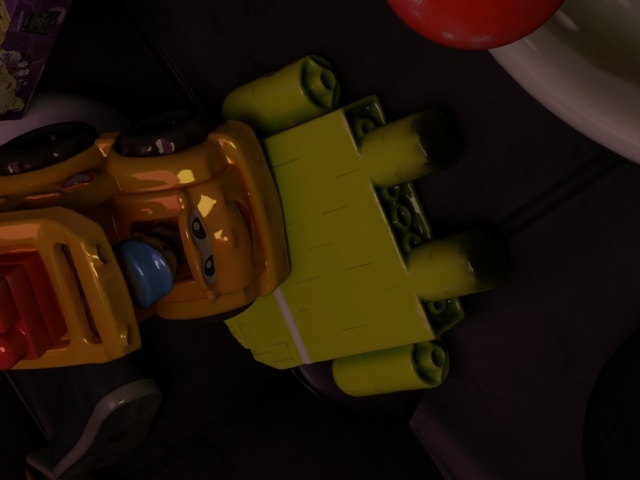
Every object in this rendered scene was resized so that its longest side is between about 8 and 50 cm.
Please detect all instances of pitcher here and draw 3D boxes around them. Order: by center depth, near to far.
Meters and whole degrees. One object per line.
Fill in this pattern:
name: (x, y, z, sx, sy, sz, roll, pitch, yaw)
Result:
pitcher: (-0.229, -0.054, 0.944, 0.207, 0.125, 0.178, 19, 158, 32)

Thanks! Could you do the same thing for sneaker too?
sneaker: (-0.218, 0.142, 1.064, 0.222, 0.083, 0.118, -51, 59, 47)

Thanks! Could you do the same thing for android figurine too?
android figurine: (0.000, 0.000, 0.797, 0.273, 0.056, 0.248, -19, 98, 45)

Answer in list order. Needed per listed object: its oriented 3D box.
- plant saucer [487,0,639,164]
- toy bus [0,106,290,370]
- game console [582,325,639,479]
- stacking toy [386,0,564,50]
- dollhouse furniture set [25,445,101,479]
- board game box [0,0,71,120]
plant saucer: (0.211, -0.218, 0.445, 0.400, 0.100, 0.400, 13, 110, 38)
toy bus: (-0.156, 0.016, 0.731, 0.220, 0.211, 0.149, -5, 112, 21)
game console: (0.265, 0.108, 0.466, 0.342, 0.060, 0.386, -97, 28, -43)
stacking toy: (0.126, -0.183, 0.381, 0.141, 0.141, 0.330, 52, 134, 9)
dollhouse furniture set: (-0.231, 0.365, 1.119, 0.301, 0.151, 0.197, 22, 124, 34)
board game box: (-0.277, -0.286, 0.845, 0.347, 0.056, 0.208, 60, 140, 23)
